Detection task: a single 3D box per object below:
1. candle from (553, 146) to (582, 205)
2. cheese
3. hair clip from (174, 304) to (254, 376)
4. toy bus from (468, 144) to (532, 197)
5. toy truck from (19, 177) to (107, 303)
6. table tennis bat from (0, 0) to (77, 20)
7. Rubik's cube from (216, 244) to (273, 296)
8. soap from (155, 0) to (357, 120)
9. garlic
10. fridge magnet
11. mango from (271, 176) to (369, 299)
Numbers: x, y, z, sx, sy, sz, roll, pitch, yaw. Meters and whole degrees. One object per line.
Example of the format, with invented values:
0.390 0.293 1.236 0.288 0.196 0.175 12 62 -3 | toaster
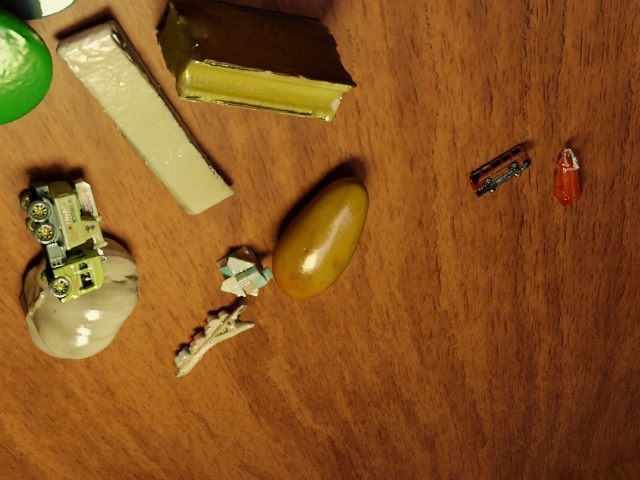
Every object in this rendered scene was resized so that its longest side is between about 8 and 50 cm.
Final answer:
0.441 -0.113 1.779 0.053 0.048 0.162 -10 147 10 | candle
-0.227 -0.152 1.361 0.085 0.034 0.400 -23 145 7 | cheese
-0.201 0.176 1.794 0.214 0.056 0.062 -36 160 31 | hair clip
0.305 -0.118 1.700 0.110 0.043 0.031 -32 148 8 | toy bus
-0.351 -0.005 1.395 0.100 0.077 0.168 -18 109 -20 | toy truck
-0.292 -0.308 1.116 0.237 0.038 0.149 -4 142 -19 | table tennis bat
-0.128 0.059 1.657 0.075 0.073 0.084 -39 144 20 | Rubik's cube
-0.080 -0.229 1.253 0.233 0.135 0.076 5 136 -33 | soap
-0.360 0.105 1.531 0.178 0.142 0.229 1 130 -28 | garlic
-0.410 -0.200 1.127 0.208 0.088 0.208 -9 149 -5 | fridge magnet
0.000 0.000 1.613 0.138 0.113 0.253 -14 143 -47 | mango
